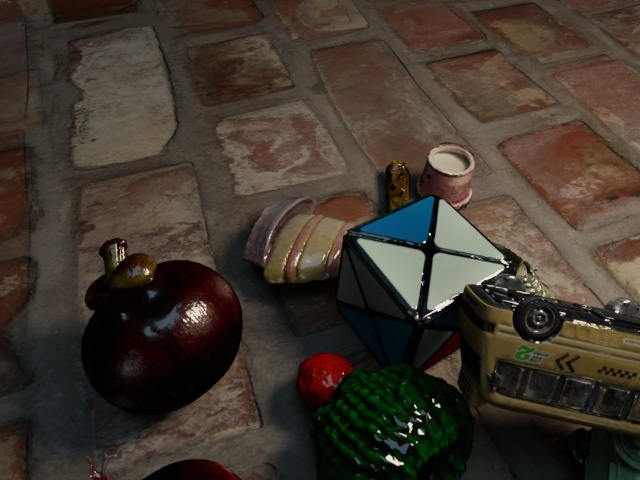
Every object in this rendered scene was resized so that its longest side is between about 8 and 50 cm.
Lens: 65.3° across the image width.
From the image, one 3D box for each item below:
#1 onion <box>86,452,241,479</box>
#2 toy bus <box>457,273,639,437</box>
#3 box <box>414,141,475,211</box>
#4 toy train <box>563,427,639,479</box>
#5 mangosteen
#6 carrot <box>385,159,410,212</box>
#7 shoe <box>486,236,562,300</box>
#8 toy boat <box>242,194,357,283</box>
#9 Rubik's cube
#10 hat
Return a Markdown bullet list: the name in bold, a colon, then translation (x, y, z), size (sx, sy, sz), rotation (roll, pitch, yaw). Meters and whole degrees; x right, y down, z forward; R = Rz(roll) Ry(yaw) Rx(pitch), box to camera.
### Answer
- **onion**: translation (-0.232, 0.430, 0.715), size (0.273, 0.285, 0.273), rotation (-24, 22, 10)
- **toy bus**: translation (0.400, 0.184, 0.782), size (0.365, 0.202, 0.177), rotation (12, 9, 2)
- **box**: translation (0.329, -0.167, 1.304), size (0.151, 0.135, 0.151), rotation (-1, 49, 1)
- **toy train**: translation (0.511, 0.451, 0.789), size (0.237, 0.150, 0.369), rotation (29, 53, 9)
- **mangosteen**: translation (-0.291, 0.162, 0.921), size (0.297, 0.293, 0.297), rotation (-7, 40, 6)
- **carrot**: translation (0.204, -0.120, 1.309), size (0.068, 0.069, 0.229), rotation (4, 51, 3)
- **shoe**: translation (0.448, 0.099, 1.108), size (0.103, 0.098, 0.275), rotation (-36, 60, -22)
- **toy boat**: translation (-0.033, 0.001, 1.151), size (0.293, 0.111, 0.276), rotation (26, 49, 35)
- **Rubik's cube**: translation (0.195, 0.092, 1.013), size (0.250, 0.248, 0.246), rotation (-25, 54, -21)
- **hat**: translation (0.073, 0.321, 0.870), size (0.274, 0.242, 0.332), rotation (-20, 27, -34)
